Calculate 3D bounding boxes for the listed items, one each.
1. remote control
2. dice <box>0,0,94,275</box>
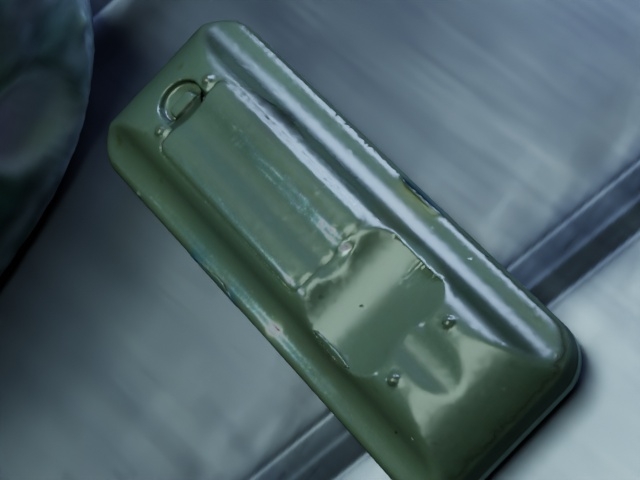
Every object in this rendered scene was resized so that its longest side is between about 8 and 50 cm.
[{"bbox_3d":[0.000,0.000,0.858,0.128,0.065,0.335,-46,60,2],"label":"remote control"},{"bbox_3d":[-0.367,-0.127,0.923,0.348,0.328,0.330,37,91,30],"label":"dice"}]
